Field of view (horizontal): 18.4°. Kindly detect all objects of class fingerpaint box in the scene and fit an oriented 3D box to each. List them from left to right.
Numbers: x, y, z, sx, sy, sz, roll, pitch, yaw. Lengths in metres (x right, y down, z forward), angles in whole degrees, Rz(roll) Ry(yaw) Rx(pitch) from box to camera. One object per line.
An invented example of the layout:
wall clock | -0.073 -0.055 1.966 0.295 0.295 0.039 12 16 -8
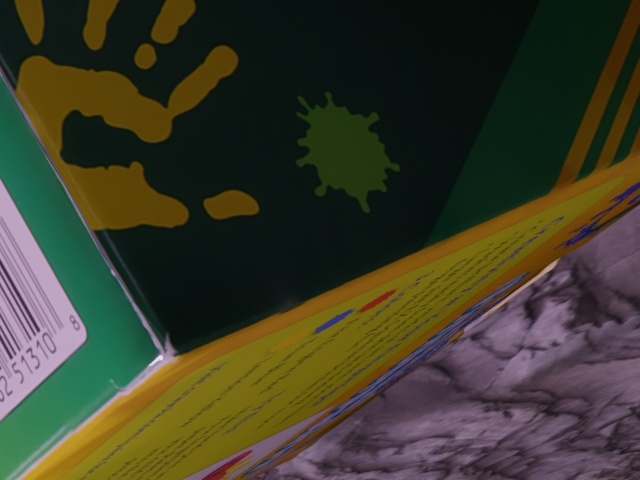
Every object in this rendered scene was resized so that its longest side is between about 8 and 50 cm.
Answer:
fingerpaint box | -0.067 0.011 0.830 0.371 0.163 0.445 -22 168 -41
